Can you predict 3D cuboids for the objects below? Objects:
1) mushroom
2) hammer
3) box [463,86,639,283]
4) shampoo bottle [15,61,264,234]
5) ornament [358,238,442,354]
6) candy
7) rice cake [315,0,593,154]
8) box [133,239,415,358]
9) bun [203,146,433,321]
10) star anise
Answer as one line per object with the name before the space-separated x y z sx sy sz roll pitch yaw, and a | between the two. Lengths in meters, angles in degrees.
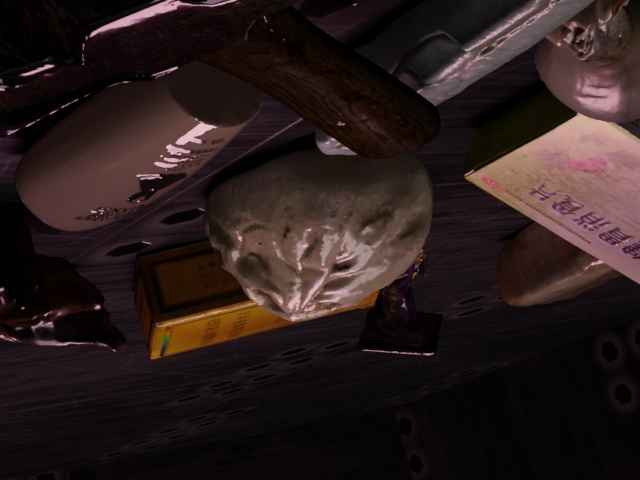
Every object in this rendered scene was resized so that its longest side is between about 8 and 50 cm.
mushroom | 0.216 -0.144 1.234 0.116 0.093 0.225 4 177 11
hammer | -0.031 -0.117 0.975 0.242 0.095 0.409 -21 164 19
box | 0.289 -0.054 1.516 0.260 0.062 0.175 29 147 -24
shampoo bottle | -0.143 -0.064 1.166 0.127 0.078 0.257 -7 167 -39
ornament | 0.071 0.014 1.649 0.081 0.203 0.088 -3 -151 11
candy | 0.331 0.013 2.105 0.104 0.102 0.234 -6 166 -39
rice cake | 0.092 -0.143 1.140 0.063 0.066 0.336 2 160 -31
box | -0.050 0.043 1.783 0.301 0.084 0.193 -13 168 -11
bun | 0.000 0.000 1.504 0.231 0.133 0.231 -8 163 -3
star anise | -0.293 0.029 1.397 0.272 0.103 0.272 10 166 3
